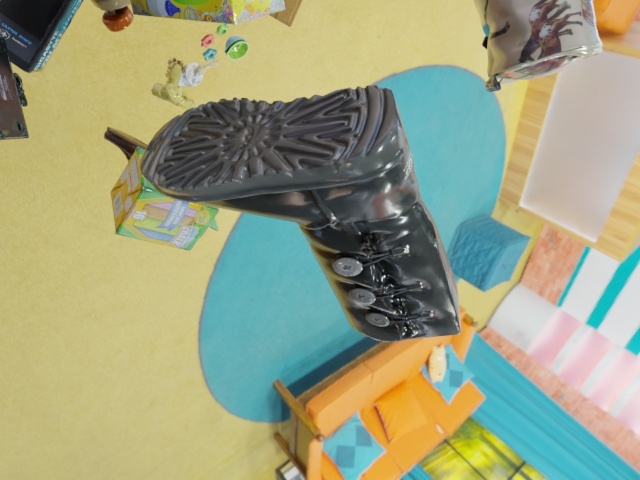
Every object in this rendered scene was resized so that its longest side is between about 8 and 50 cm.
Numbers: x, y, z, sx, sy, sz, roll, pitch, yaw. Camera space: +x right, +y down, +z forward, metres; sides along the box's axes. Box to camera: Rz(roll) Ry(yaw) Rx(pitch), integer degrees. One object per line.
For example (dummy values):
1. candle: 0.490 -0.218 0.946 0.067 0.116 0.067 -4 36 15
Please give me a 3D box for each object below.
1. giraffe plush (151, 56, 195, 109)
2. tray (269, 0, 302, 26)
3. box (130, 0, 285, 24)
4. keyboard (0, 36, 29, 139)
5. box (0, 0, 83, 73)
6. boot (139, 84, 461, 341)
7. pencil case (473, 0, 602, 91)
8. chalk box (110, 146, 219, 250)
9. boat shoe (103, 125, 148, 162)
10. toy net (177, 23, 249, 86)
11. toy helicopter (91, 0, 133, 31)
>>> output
1. giraffe plush: -0.587 -0.645 1.810 0.210 0.181 0.171 -52 166 -80
2. tray: -0.123 -1.111 1.798 0.202 0.076 0.411 25 131 -13
3. box: -0.236 -0.596 0.853 0.177 0.279 0.290 -47 145 -44
4. keyboard: -0.577 -0.277 0.810 0.023 0.108 0.180 -4 105 1
5. box: -0.581 -0.515 0.795 0.295 0.073 0.293 37 106 -20
6. boot: 0.002 0.000 0.668 0.445 0.366 0.146 53 51 -50
7. pencil case: 0.286 -0.449 0.677 0.159 0.183 0.411 -22 99 -24
8. chalk box: -0.305 -0.076 0.936 0.213 0.132 0.132 16 126 -42
9. boat shoe: -0.417 -0.193 1.055 0.207 0.073 0.073 29 98 -12
10. toy net: -0.310 -0.493 1.226 0.232 0.045 0.122 -34 173 16
11. toy helicopter: -0.571 -0.756 1.229 0.235 0.355 0.140 -37 151 -3
